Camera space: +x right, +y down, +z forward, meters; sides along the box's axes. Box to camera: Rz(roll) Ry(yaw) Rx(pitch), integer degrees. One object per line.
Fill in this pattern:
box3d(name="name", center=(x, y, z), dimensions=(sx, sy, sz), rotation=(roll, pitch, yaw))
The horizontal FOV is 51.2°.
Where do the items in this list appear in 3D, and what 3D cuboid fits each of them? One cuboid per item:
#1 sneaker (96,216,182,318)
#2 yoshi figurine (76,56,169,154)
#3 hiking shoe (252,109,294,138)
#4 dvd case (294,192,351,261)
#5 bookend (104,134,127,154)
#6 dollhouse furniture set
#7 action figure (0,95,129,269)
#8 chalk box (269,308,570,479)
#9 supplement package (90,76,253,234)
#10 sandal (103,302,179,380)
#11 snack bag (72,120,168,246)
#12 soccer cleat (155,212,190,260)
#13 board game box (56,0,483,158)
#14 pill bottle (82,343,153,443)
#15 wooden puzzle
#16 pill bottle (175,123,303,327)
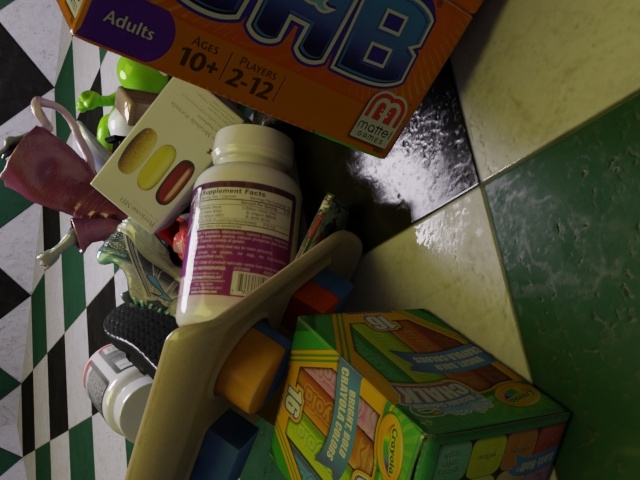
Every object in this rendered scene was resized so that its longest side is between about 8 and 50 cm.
box3d(name="sneaker", center=(-0.300, 0.094, 1.248), dimensions=(0.283, 0.122, 0.110), rotation=(48, 166, -3))
box3d(name="yoshi figurine", center=(-0.435, -0.307, 1.545), dimensions=(0.203, 0.203, 0.362), rotation=(37, 118, 34))
box3d(name="hiking shoe", center=(-0.049, -0.228, 0.999), dimensions=(0.227, 0.086, 0.114), rotation=(-21, 74, 57))
box3d(name="dvd case", center=(0.000, 0.000, 0.885), dimensions=(0.013, 0.087, 0.120), rotation=(25, 89, 19))
box3d(name="bookend", center=(-0.391, -0.144, 1.475), dimensions=(0.072, 0.156, 0.157), rotation=(2, 91, 56))
box3d(name="dollhouse furniture set", center=(-0.263, -0.387, 1.270), dimensions=(0.303, 0.173, 0.356), rotation=(46, 127, 48))
box3d(name="action figure", center=(-0.445, -0.075, 1.346), dimensions=(0.276, 0.370, 0.248), rotation=(-58, -5, 10))
box3d(name="chalk box", center=(0.102, 0.207, 0.649), dimensions=(0.289, 0.180, 0.179), rotation=(33, 116, 53))
box3d(name="supplement package", center=(-0.246, -0.149, 1.135), dimensions=(0.244, 0.139, 0.134), rotation=(-50, 4, 8))
box3d(name="sandal", center=(-0.323, 0.224, 1.354), dimensions=(0.445, 0.167, 0.107), rotation=(27, 128, 56))
box3d(name="snack bag", center=(-0.448, -0.072, 1.486), dimensions=(0.323, 0.037, 0.342), rotation=(45, 145, 10))
box3d(name="soccer cleat", center=(-0.196, 0.019, 1.190), dimensions=(0.318, 0.116, 0.109), rotation=(28, 112, 55))
box3d(name="board game box", center=(-0.051, -0.362, 0.698), dimensions=(0.356, 0.356, 0.356), rotation=(-59, 41, 19))
box3d(name="pill bottle", center=(-0.417, 0.339, 1.484), dimensions=(0.283, 0.161, 0.161), rotation=(15, 101, 57))
box3d(name="wooden puzzle", center=(-0.073, 0.174, 0.818), dimensions=(0.080, 0.348, 0.322), rotation=(33, 121, 19))
box3d(name="pill bottle", center=(-0.114, -0.011, 0.994), dimensions=(0.169, 0.169, 0.302), rotation=(-22, 59, 56))
